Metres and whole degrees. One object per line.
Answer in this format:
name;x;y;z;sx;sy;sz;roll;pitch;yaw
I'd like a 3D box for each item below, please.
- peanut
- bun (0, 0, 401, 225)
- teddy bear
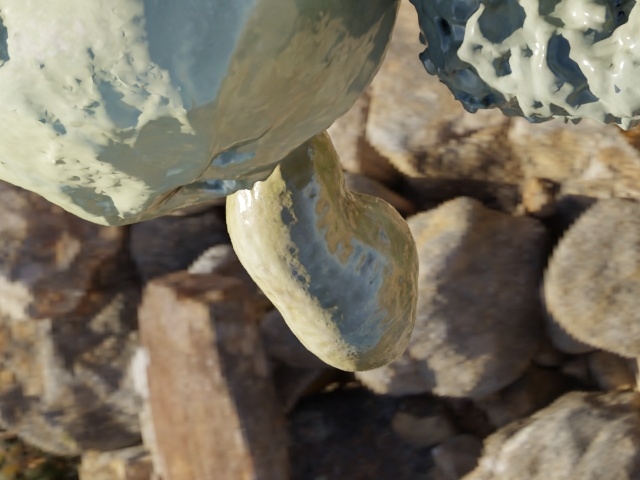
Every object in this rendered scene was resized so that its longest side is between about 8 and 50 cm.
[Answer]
peanut;0.000;0.000;1.451;0.137;0.253;0.122;-44;25;-15
bun;-0.106;-0.124;1.185;0.364;0.364;0.202;-21;86;26
teddy bear;0.145;-0.255;1.104;0.224;0.357;0.367;-11;100;6
